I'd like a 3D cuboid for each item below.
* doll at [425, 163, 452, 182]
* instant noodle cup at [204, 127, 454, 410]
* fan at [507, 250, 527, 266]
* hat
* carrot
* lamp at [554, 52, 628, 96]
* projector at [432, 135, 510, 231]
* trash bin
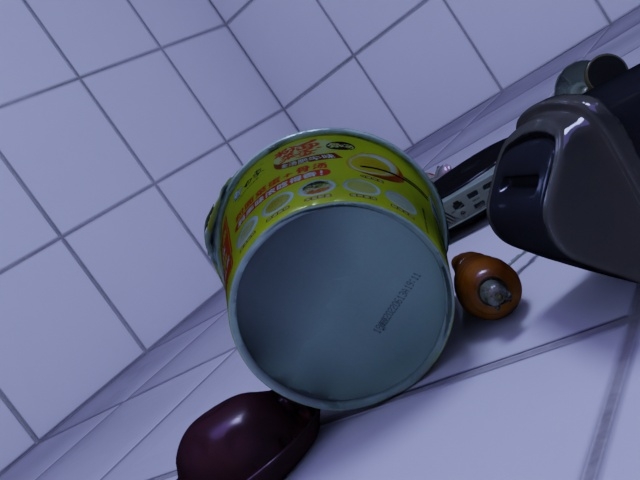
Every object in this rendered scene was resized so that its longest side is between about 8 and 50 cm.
[{"bbox_3d":[0.225,-0.101,1.593,0.149,0.095,0.192,-29,4,-4],"label":"doll"},{"bbox_3d":[0.014,0.036,0.851,0.311,0.311,0.221,-34,15,8],"label":"instant noodle cup"},{"bbox_3d":[0.338,-0.046,0.961,0.329,0.009,0.191,-36,9,-28],"label":"fan"},{"bbox_3d":[-0.096,0.225,0.828,0.205,0.089,0.205,-34,6,4],"label":"hat"},{"bbox_3d":[0.188,0.044,0.889,0.069,0.069,0.336,-34,0,7],"label":"carrot"},{"bbox_3d":[0.492,-0.277,1.364,0.121,0.121,0.214,-34,-7,2],"label":"lamp"},{"bbox_3d":[0.275,-0.093,1.325,0.257,0.079,0.259,-32,7,29],"label":"projector"},{"bbox_3d":[0.300,-0.078,0.662,0.290,0.182,0.209,-30,4,-1],"label":"trash bin"}]
